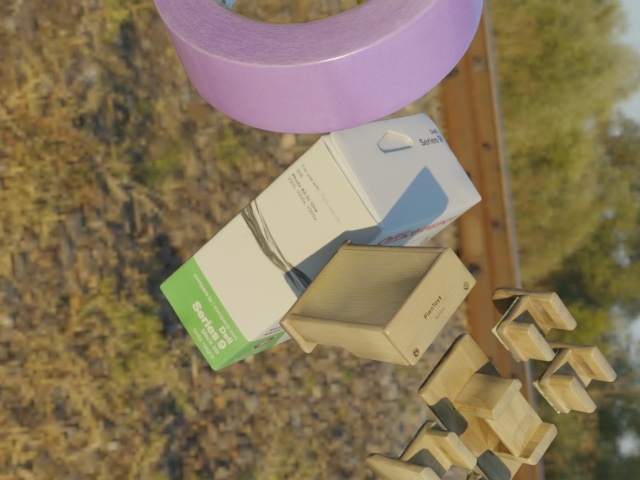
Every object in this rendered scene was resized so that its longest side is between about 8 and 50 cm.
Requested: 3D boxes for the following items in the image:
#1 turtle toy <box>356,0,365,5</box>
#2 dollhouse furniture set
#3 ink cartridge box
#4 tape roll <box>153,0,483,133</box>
[{"bbox_3d":[0.092,-0.265,1.408,0.066,0.095,0.130,-119,-153,-61],"label":"turtle toy"},{"bbox_3d":[0.106,0.122,1.125,0.212,0.161,0.242,-50,116,-22],"label":"dollhouse furniture set"},{"bbox_3d":[0.000,0.000,1.330,0.211,0.289,0.121,-19,73,-52],"label":"ink cartridge box"},{"bbox_3d":[-0.002,-0.225,1.049,0.090,0.275,0.275,69,19,-54],"label":"tape roll"}]
